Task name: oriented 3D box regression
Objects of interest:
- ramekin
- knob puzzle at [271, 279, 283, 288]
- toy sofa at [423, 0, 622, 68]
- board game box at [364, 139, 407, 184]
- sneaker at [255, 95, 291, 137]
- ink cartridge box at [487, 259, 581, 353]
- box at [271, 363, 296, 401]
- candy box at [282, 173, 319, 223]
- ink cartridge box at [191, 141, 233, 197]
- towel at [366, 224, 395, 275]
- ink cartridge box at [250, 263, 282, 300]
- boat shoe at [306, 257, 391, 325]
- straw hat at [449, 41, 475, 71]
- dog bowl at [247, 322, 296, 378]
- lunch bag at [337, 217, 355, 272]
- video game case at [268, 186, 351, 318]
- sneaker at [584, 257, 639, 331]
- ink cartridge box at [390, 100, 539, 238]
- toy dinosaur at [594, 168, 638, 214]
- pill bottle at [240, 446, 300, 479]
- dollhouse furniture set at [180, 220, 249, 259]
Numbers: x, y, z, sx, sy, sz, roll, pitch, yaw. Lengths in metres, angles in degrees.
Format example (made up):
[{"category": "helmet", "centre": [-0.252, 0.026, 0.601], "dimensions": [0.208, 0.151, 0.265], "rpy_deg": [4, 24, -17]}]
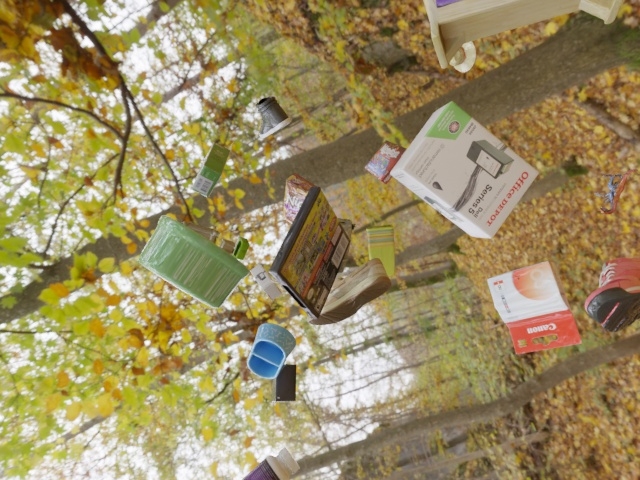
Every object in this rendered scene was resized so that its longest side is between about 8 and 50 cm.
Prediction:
[{"category": "ramekin", "centre": [-0.373, 0.072, 1.242], "dimensions": [0.304, 0.148, 0.303], "rpy_deg": [30, 167, 8]}, {"category": "knob puzzle", "centre": [-0.095, 0.205, 1.806], "dimensions": [0.213, 0.213, 0.029], "rpy_deg": [22, -99, -66]}, {"category": "toy sofa", "centre": [0.404, -0.511, 0.873], "dimensions": [0.150, 0.363, 0.176], "rpy_deg": [9, -104, -66]}, {"category": "board game box", "centre": [0.250, -0.305, 1.624], "dimensions": [0.027, 0.145, 0.281], "rpy_deg": [36, -169, -17]}, {"category": "sneaker", "centre": [-0.231, -0.550, 1.883], "dimensions": [0.146, 0.105, 0.296], "rpy_deg": [58, 160, -14]}, {"category": "ink cartridge box", "centre": [0.464, 0.150, 0.938], "dimensions": [0.045, 0.145, 0.179], "rpy_deg": [11, -118, -42]}, {"category": "box", "centre": [-0.164, 0.638, 1.898], "dimensions": [0.158, 0.093, 0.155], "rpy_deg": [119, 153, -66]}, {"category": "candy box", "centre": [-0.070, -0.127, 1.471], "dimensions": [0.109, 0.186, 0.053], "rpy_deg": [33, -131, 19]}, {"category": "ink cartridge box", "centre": [-0.353, -0.248, 1.396], "dimensions": [0.062, 0.109, 0.209], "rpy_deg": [27, -144, -20]}, {"category": "towel", "centre": [0.241, 0.044, 1.684], "dimensions": [0.021, 0.102, 0.237], "rpy_deg": [-82, -14, -57]}, {"category": "ink cartridge box", "centre": [-0.261, 0.198, 2.035], "dimensions": [0.150, 0.063, 0.109], "rpy_deg": [47, 171, 40]}, {"category": "boat shoe", "centre": [0.087, 0.183, 1.454], "dimensions": [0.122, 0.341, 0.110], "rpy_deg": [29, -145, -46]}, {"category": "straw hat", "centre": [0.532, -0.718, 1.660], "dimensions": [0.144, 0.061, 0.144], "rpy_deg": [53, 161, 27]}, {"category": "dog bowl", "centre": [-0.205, 0.453, 1.704], "dimensions": [0.166, 0.297, 0.074], "rpy_deg": [26, -138, 2]}, {"category": "lunch bag", "centre": [0.000, 0.000, 2.072], "dimensions": [0.212, 0.306, 0.255], "rpy_deg": [-98, 20, -66]}, {"category": "video game case", "centre": [-0.016, 0.036, 1.158], "dimensions": [0.248, 0.035, 0.274], "rpy_deg": [57, -131, -46]}, {"category": "sneaker", "centre": [0.659, 0.104, 0.934], "dimensions": [0.314, 0.115, 0.136], "rpy_deg": [-5, -141, -28]}, {"category": "ink cartridge box", "centre": [0.341, -0.161, 1.018], "dimensions": [0.273, 0.198, 0.115], "rpy_deg": [36, 180, -7]}, {"category": "toy dinosaur", "centre": [0.613, -0.098, 0.891], "dimensions": [0.090, 0.047, 0.082], "rpy_deg": [139, 128, -79]}, {"category": "pill bottle", "centre": [-0.161, 0.734, 1.302], "dimensions": [0.108, 0.194, 0.108], "rpy_deg": [46, 161, 21]}, {"category": "dollhouse furniture set", "centre": [-0.482, 0.029, 1.778], "dimensions": [0.302, 0.197, 0.151], "rpy_deg": [19, -170, -33]}]
